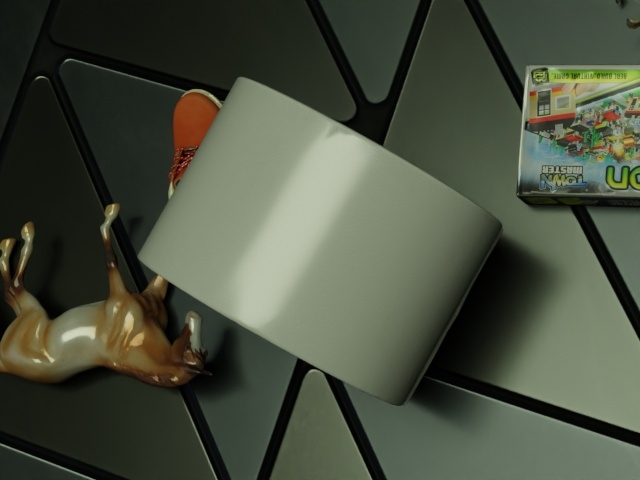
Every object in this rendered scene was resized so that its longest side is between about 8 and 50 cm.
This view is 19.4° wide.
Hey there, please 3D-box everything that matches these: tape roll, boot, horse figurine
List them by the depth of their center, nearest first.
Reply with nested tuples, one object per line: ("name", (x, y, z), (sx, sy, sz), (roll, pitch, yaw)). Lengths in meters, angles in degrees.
("tape roll", (0.000, 0.000, 1.480), (0.246, 0.246, 0.169), (28, 90, 23))
("boot", (-0.104, -0.065, 1.619), (0.059, 0.084, 0.158), (-18, 72, 17))
("horse figurine", (-0.215, 0.062, 1.643), (0.263, 0.066, 0.174), (-10, 70, 16))

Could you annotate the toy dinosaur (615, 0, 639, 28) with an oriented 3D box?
("toy dinosaur", (0.287, -0.224, 1.536), (0.092, 0.053, 0.183), (-11, 82, 2))

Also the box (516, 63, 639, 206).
("box", (0.267, -0.084, 1.512), (0.207, 0.036, 0.114), (1, 79, 20))
